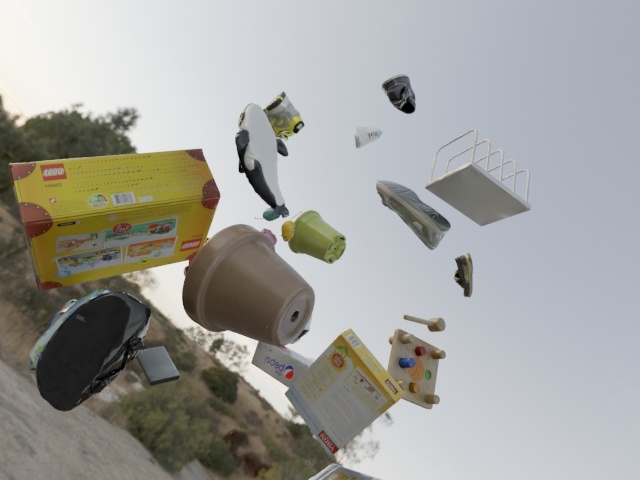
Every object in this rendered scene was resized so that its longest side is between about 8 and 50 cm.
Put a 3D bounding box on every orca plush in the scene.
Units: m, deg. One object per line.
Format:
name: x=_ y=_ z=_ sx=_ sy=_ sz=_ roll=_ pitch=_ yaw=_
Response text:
orca plush: x=-0.153 y=-0.184 z=1.105 sx=0.102 sy=0.151 sz=0.288 roll=-22 pitch=-85 yaw=42

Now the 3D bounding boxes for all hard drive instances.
hard drive: x=-0.514 y=0.392 z=1.407 sx=0.135 sy=0.094 sz=0.022 roll=41 pitch=-62 yaw=37

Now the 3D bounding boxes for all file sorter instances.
file sorter: x=0.520 y=-0.204 z=1.460 sx=0.277 sy=0.173 sz=0.192 roll=28 pitch=-29 yaw=-23

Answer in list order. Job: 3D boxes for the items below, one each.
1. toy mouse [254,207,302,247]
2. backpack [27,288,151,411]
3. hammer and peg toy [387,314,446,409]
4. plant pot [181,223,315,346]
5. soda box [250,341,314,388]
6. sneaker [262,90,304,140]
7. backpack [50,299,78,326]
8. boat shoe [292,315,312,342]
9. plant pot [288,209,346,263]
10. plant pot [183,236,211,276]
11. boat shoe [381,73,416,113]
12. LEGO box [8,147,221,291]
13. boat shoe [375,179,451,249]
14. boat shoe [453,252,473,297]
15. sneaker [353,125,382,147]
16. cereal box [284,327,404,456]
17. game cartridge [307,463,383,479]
toy mouse: x=-0.142 y=-0.040 z=1.272 sx=0.143 sy=0.031 sz=0.161 roll=28 pitch=-73 yaw=23
backpack: x=-0.592 y=0.268 z=1.162 sx=0.273 sy=0.290 sz=0.355 roll=35 pitch=-22 yaw=2
hammer and peg toy: x=0.379 y=0.465 z=1.808 sx=0.265 sy=0.362 sz=0.127 roll=29 pitch=-29 yaw=-26
plant pot: x=-0.141 y=0.122 z=1.025 sx=0.229 sy=0.263 sz=0.263 roll=24 pitch=-32 yaw=28
soda box: x=-0.109 y=0.431 z=1.523 sx=0.286 sy=0.098 sz=0.091 roll=15 pitch=-5 yaw=43
sneaker: x=-0.175 y=-0.437 z=1.704 sx=0.147 sy=0.145 sz=0.384 roll=47 pitch=-8 yaw=-16
backpack: x=-0.780 y=0.284 z=1.420 sx=0.173 sy=0.117 sz=0.158 roll=41 pitch=-67 yaw=3
boat shoe: x=-0.110 y=0.330 z=1.616 sx=0.095 sy=0.084 sz=0.258 roll=13 pitch=-35 yaw=-20
plant pot: x=0.000 y=0.000 z=2.532 sx=0.253 sy=0.276 sz=0.276 roll=29 pitch=-30 yaw=34
plant pot: x=-0.470 y=0.105 z=1.896 sx=0.191 sy=0.174 sz=0.191 roll=28 pitch=14 yaw=-8
boat shoe: x=0.225 y=-0.397 z=1.227 sx=0.075 sy=0.206 sz=0.065 roll=-23 pitch=-97 yaw=22
LEGO box: x=-0.590 y=-0.064 z=1.330 sx=0.193 sy=0.499 sz=0.372 roll=63 pitch=-35 yaw=21
boat shoe: x=0.290 y=-0.099 z=1.498 sx=0.320 sy=0.118 sz=0.103 roll=44 pitch=-57 yaw=32
boat shoe: x=0.574 y=0.143 z=1.805 sx=0.073 sy=0.080 sz=0.224 roll=-6 pitch=-50 yaw=11
sneaker: x=0.185 y=-0.403 z=1.702 sx=0.094 sy=0.212 sz=0.080 roll=-1 pitch=-68 yaw=19
cereal box: x=0.042 y=0.328 z=0.956 sx=0.173 sy=0.047 sz=0.240 roll=49 pitch=-58 yaw=18
game cartridge: x=0.005 y=0.528 z=0.871 sx=0.062 sy=0.197 sz=0.297 roll=66 pitch=-27 yaw=9
